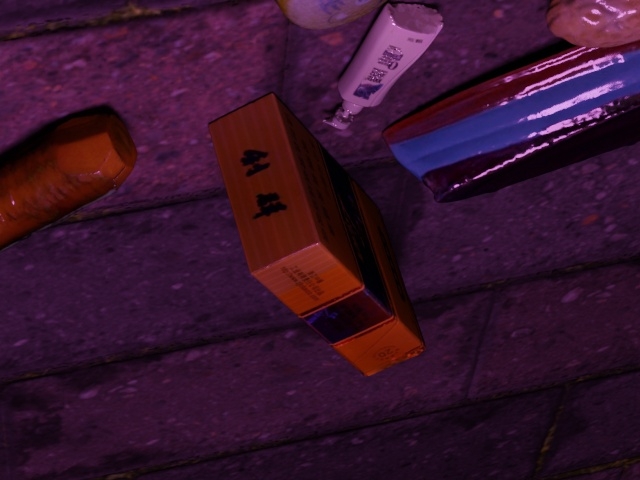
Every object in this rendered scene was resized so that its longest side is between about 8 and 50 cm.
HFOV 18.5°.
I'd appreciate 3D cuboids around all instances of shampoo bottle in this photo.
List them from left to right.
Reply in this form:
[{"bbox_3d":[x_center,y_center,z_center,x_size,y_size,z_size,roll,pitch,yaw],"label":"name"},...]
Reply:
[{"bbox_3d":[0.045,-0.135,1.559,0.049,0.034,0.141,-4,148,-32],"label":"shampoo bottle"}]

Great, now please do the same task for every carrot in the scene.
[{"bbox_3d":[-0.261,-0.021,1.553,0.260,0.070,0.070,-28,148,20],"label":"carrot"}]

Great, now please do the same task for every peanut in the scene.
[{"bbox_3d":[0.259,-0.193,1.525,0.174,0.080,0.080,-13,151,14],"label":"peanut"}]

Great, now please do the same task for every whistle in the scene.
[{"bbox_3d":[0.054,-0.220,1.418,0.198,0.057,0.104,-28,159,3],"label":"whistle"}]

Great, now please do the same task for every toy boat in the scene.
[{"bbox_3d":[0.247,-0.127,1.641,0.392,0.079,0.136,-21,158,2],"label":"toy boat"}]

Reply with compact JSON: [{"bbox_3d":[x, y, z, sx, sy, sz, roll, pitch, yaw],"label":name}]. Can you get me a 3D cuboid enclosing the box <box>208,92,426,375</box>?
[{"bbox_3d":[-0.001,0.000,1.635,0.070,0.152,0.237,-27,147,14],"label":"box"}]
